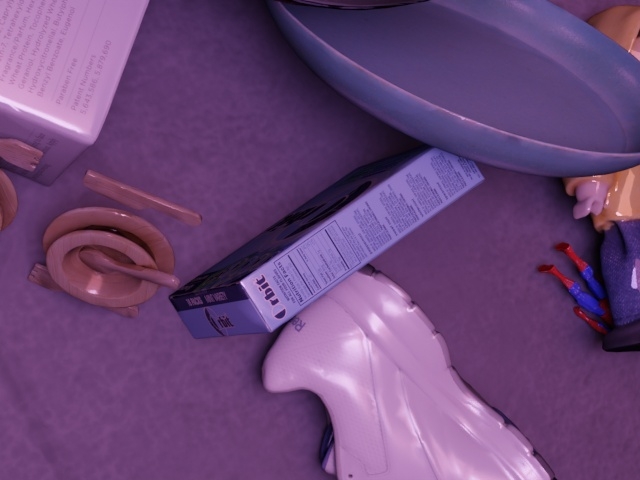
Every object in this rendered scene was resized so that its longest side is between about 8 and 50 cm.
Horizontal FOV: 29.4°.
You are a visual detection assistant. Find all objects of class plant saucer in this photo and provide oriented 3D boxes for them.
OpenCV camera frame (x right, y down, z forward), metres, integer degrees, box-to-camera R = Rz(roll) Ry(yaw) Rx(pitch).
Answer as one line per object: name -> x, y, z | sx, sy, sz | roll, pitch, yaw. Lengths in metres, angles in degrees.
plant saucer -> 0.101, -0.131, 0.862 | 0.318, 0.317, 0.043 | 10, 121, -21

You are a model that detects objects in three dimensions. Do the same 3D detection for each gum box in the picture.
gum box -> 0.000, 0.000, 0.839 | 0.184, 0.157, 0.041 | -34, 98, -23

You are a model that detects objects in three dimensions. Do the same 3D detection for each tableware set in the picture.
tableware set -> -0.188, -0.001, 0.777 | 0.194, 0.128, 0.039 | 22, 47, -16

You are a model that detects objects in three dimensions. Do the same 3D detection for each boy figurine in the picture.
boy figurine -> 0.268, -0.052, 0.984 | 0.177, 0.092, 0.285 | 6, 74, -34

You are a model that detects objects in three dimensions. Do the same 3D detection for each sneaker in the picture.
sneaker -> 0.075, 0.152, 0.896 | 0.129, 0.111, 0.297 | -42, 96, -5

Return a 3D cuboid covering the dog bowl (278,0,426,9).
dog bowl -> 0.014, -0.323, 0.730 | 0.408, 0.150, 0.407 | 4, 81, -22

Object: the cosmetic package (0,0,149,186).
cosmetic package -> -0.218, -0.146, 0.771 | 0.184, 0.151, 0.151 | 23, 74, -19

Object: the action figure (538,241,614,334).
action figure -> 0.227, 0.049, 0.996 | 0.115, 0.030, 0.038 | 43, 75, -17
